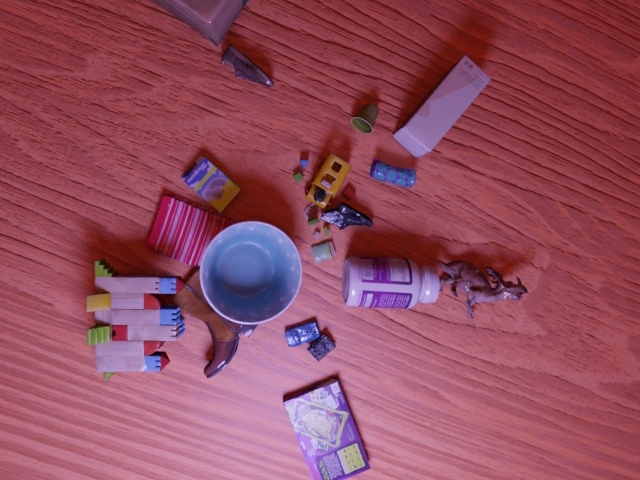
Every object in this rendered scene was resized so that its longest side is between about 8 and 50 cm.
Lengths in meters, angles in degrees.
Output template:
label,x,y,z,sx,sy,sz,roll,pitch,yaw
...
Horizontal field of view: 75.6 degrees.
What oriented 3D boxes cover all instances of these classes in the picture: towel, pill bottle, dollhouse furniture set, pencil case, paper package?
label,x,y,z,sx,sy,sz,roll,pitch,yaw
towel,-0.419,-0.017,1.370,0.274,0.031,0.199,21,92,-7
pill bottle,0.232,0.142,1.380,0.301,0.169,0.170,4,93,-6
dollhouse furniture set,0.000,0.000,1.401,0.076,0.058,0.152,-17,95,-4
pencil case,0.248,-0.230,1.411,0.151,0.064,0.070,13,108,-7
towel,-0.061,0.325,1.428,0.119,0.029,0.067,-17,96,-5
paper package,-0.365,-0.837,1.260,0.309,0.168,0.325,33,89,-8

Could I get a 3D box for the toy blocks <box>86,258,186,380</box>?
label,x,y,z,sx,sy,sz,roll,pitch,yaw
toy blocks,-0.546,0.251,1.283,0.260,0.191,0.382,1,93,-3

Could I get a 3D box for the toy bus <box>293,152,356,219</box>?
label,x,y,z,sx,sy,sz,roll,pitch,yaw
toy bus,0.018,-0.188,1.369,0.190,0.104,0.202,-16,94,-5

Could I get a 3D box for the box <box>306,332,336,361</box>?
label,x,y,z,sx,sy,sz,roll,pitch,yaw
box,0.004,0.371,1.431,0.083,0.018,0.067,-41,119,-2

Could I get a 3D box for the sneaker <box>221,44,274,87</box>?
label,x,y,z,sx,sy,sz,roll,pitch,yaw
sneaker,-0.239,-0.552,1.350,0.188,0.066,0.071,40,105,-2

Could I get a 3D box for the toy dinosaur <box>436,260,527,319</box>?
label,x,y,z,sx,sy,sz,roll,pitch,yaw
toy dinosaur,0.538,0.138,1.441,0.295,0.127,0.200,40,81,5

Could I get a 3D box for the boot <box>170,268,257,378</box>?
label,x,y,z,sx,sy,sz,roll,pitch,yaw
boot,-0.382,0.277,1.359,0.280,0.096,0.264,38,91,-5

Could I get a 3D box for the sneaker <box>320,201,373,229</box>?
label,x,y,z,sx,sy,sz,roll,pitch,yaw
sneaker,0.092,-0.070,1.411,0.170,0.051,0.089,29,109,-20

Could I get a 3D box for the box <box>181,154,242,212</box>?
label,x,y,z,sx,sy,sz,roll,pitch,yaw
box,-0.361,-0.188,1.360,0.178,0.042,0.109,41,88,-8

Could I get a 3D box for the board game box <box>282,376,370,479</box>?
label,x,y,z,sx,sy,sz,roll,pitch,yaw
board game box,0.022,0.679,1.450,0.208,0.056,0.347,-20,95,-9

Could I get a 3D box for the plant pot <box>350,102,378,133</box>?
label,x,y,z,sx,sy,sz,roll,pitch,yaw
plant pot,0.157,-0.417,1.389,0.083,0.083,0.079,32,78,-7

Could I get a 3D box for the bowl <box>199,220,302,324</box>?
label,x,y,z,sx,sy,sz,roll,pitch,yaw
bowl,-0.228,0.098,1.313,0.311,0.163,0.312,0,89,-19

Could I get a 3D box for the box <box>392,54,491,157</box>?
label,x,y,z,sx,sy,sz,roll,pitch,yaw
box,0.398,-0.438,1.376,0.121,0.148,0.311,41,87,-6
